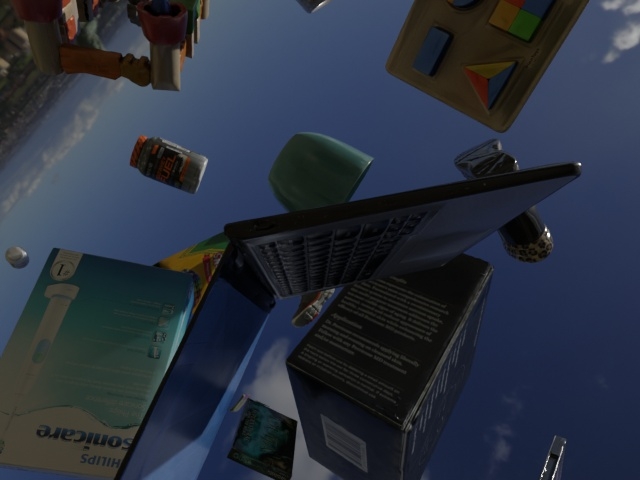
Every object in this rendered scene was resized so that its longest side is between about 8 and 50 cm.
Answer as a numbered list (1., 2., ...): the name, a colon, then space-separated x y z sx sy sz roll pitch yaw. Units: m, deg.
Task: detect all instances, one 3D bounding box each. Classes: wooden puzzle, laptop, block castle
1. wooden puzzle: 0.334 -0.452 1.024 0.080 0.347 0.322 -25 146 -54
2. laptop: 0.008 0.130 0.484 0.407 0.382 0.237 -11 -102 -4
3. block castle: -0.390 -0.515 0.956 0.213 0.302 0.454 106 -12 -45

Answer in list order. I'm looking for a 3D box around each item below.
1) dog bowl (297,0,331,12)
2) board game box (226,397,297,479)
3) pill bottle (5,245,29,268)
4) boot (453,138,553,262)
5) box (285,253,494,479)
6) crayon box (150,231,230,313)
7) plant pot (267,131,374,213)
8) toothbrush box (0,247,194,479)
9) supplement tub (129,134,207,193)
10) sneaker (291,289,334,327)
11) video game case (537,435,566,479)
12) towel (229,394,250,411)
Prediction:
1. dog bowl: 0.076 -0.611 0.992 0.348 0.102 0.349 -29 -160 12
2. board game box: -0.110 0.399 0.953 0.026 0.126 0.186 -63 -176 9
3. pill bottle: -0.709 0.038 1.101 0.083 0.043 0.044 -30 -147 60
4. boot: 0.506 -0.121 1.307 0.138 0.284 0.377 -29 -165 13
5. box: 0.188 0.321 1.184 0.297 0.480 0.472 22 -130 28
6. crayon box: -0.417 0.125 1.610 0.081 0.203 0.318 22 -141 41
7. plant pot: -0.015 -0.187 1.419 0.293 0.235 0.293 -56 177 -4
8. toothbrush box: -0.326 0.183 0.690 0.126 0.216 0.296 112 -13 -57
9. supplement tub: -0.423 -0.215 1.318 0.117 0.190 0.117 -160 -90 -76
10. sneaker: -0.029 0.159 1.242 0.064 0.061 0.158 29 -116 34
11. video game case: 0.369 0.478 0.790 0.026 0.274 0.196 10 -79 33
12. towel: -0.231 0.467 1.355 0.060 0.009 0.083 -50 166 -10
